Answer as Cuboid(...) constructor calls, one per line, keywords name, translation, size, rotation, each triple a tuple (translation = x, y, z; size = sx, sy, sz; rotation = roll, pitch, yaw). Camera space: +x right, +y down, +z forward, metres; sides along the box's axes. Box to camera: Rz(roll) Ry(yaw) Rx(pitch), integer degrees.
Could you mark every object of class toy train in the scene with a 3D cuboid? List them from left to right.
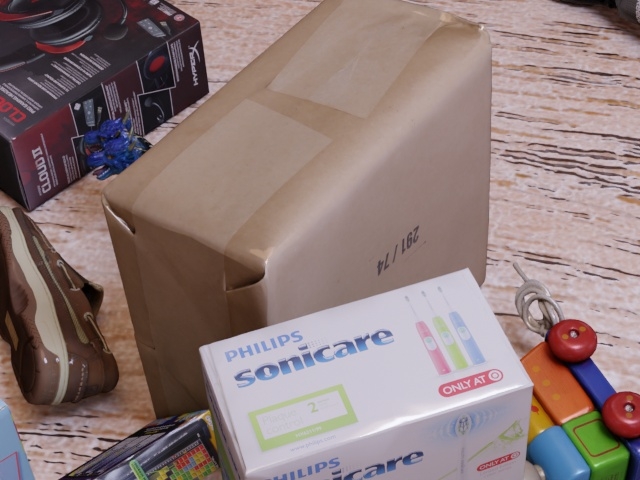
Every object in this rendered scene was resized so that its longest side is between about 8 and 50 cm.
Cuboid(name="toy train", translation=(0.168, 0.127, 1.188), size=(0.143, 0.105, 0.248), rotation=(-18, 48, -16))

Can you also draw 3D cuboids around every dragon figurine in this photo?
Cuboid(name="dragon figurine", translation=(-0.092, -0.062, 1.366), size=(0.289, 0.144, 0.085), rotation=(0, 47, 4))

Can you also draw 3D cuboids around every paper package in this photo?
Cuboid(name="paper package", translation=(0.000, 0.000, 1.185), size=(0.168, 0.309, 0.325), rotation=(24, 52, 28))

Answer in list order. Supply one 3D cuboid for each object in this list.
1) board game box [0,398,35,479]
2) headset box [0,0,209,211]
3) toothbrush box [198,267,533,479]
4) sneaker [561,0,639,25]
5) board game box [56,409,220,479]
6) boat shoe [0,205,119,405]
Cuboid(name="board game box", translation=(-0.301, 0.205, 1.035), size=(0.144, 0.275, 0.142), rotation=(-34, 53, -26))
Cuboid(name="headset box", translation=(-0.304, -0.176, 1.515), size=(0.218, 0.110, 0.293), rotation=(35, 57, 31))
Cuboid(name="toothbrush box", translation=(0.036, 0.178, 1.031), size=(0.206, 0.283, 0.122), rotation=(-15, 47, -11))
Cuboid(name="sneaker", translation=(0.362, -0.289, 1.569), size=(0.234, 0.078, 0.106), rotation=(1, 55, 33))
Cuboid(name="board game box", translation=(-0.159, 0.196, 1.117), size=(0.141, 0.170, 0.048), rotation=(-32, 92, -22))
Cuboid(name="boat shoe", translation=(-0.257, 0.062, 1.313), size=(0.095, 0.095, 0.257), rotation=(1, 40, -28))
